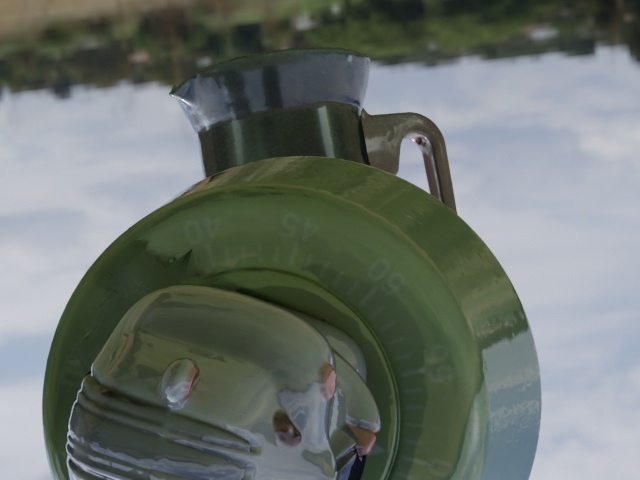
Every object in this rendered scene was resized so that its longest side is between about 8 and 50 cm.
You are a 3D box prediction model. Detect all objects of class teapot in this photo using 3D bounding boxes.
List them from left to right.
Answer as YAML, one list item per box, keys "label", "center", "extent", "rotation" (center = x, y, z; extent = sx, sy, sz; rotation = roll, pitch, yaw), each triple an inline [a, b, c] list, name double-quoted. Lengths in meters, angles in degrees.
- label: "teapot"
  center: [0.000, 0.000, 1.926]
  extent: [0.300, 0.344, 0.253]
  rotation: [-5, 172, -26]

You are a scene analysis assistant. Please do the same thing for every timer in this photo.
- label: "timer"
  center: [-0.040, 0.097, 1.059]
  extent: [0.291, 0.290, 0.315]
  rotation: [-5, 180, 12]
